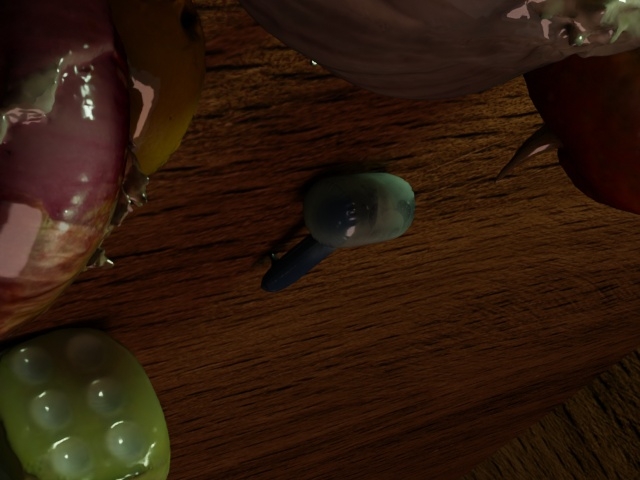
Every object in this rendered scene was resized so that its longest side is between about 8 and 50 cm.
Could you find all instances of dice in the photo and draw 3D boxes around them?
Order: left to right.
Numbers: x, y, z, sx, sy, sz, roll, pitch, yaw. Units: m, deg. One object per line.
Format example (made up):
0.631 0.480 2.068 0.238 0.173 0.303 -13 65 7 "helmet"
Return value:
-0.257 0.197 1.376 0.166 0.169 0.169 -14 156 -37 "dice"

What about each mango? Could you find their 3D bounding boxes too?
-0.169 -0.075 0.831 0.248 0.156 0.151 -45 177 19 "mango"

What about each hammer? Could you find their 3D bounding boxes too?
0.000 0.000 1.400 0.116 0.069 0.194 -9 158 -46 "hammer"

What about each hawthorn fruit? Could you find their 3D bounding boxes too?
0.294 -0.149 1.171 0.258 0.258 0.262 -11 173 -42 "hawthorn fruit"

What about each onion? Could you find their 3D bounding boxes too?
-0.157 -0.049 0.683 0.163 0.230 0.230 3 146 -34 "onion"

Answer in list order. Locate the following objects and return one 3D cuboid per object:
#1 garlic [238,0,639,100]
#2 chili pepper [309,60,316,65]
0.075 -0.196 0.708 0.317 0.259 0.317 -29 158 -13 "garlic"
0.102 -0.207 1.014 0.272 0.071 0.063 -34 122 -1 "chili pepper"
